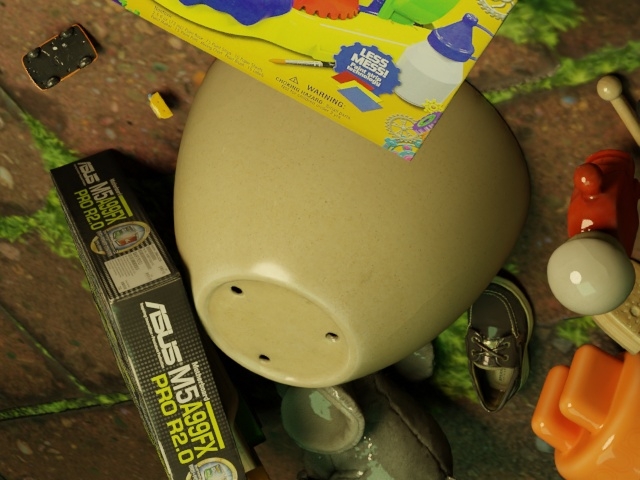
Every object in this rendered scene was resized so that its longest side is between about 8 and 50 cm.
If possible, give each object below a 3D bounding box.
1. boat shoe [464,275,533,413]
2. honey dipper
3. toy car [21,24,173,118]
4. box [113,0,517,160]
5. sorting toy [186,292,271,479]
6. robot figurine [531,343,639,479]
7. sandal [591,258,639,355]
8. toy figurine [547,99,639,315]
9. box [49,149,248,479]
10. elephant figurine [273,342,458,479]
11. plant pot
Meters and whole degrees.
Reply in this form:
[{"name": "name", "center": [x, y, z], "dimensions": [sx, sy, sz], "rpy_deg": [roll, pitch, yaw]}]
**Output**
[{"name": "boat shoe", "center": [0.151, 0.091, 1.486], "dimensions": [0.056, 0.049, 0.152], "rpy_deg": [8, 140, 22]}, {"name": "honey dipper", "center": [0.246, -0.059, 1.271], "dimensions": [0.030, 0.030, 0.160], "rpy_deg": [-12, 126, 39]}, {"name": "toy car", "center": [-0.184, -0.123, 1.422], "dimensions": [0.122, 0.060, 0.040], "rpy_deg": [40, 173, -8]}, {"name": "box", "center": [0.005, -0.248, 1.058], "dimensions": [0.290, 0.177, 0.279], "rpy_deg": [28, 142, -3]}, {"name": "sorting toy", "center": [-0.062, 0.187, 1.583], "dimensions": [0.041, 0.307, 0.229], "rpy_deg": [-25, 132, -7]}, {"name": "robot figurine", "center": [0.284, 0.176, 1.450], "dimensions": [0.219, 0.128, 0.158], "rpy_deg": [32, 103, -8]}, {"name": "sandal", "center": [0.319, 0.085, 1.350], "dimensions": [0.240, 0.088, 0.079], "rpy_deg": [34, 149, -2]}, {"name": "toy figurine", "center": [0.280, -0.012, 1.179], "dimensions": [0.210, 0.148, 0.213], "rpy_deg": [31, 131, -7]}, {"name": "box", "center": [-0.145, 0.071, 1.448], "dimensions": [0.060, 0.270, 0.216], "rpy_deg": [-21, 118, -9]}, {"name": "elephant figurine", "center": [0.017, 0.131, 1.543], "dimensions": [0.186, 0.169, 0.239], "rpy_deg": [-15, 116, 5]}, {"name": "plant pot", "center": [0.000, 0.000, 1.349], "dimensions": [0.284, 0.191, 0.284], "rpy_deg": [16, 141, 13]}]
